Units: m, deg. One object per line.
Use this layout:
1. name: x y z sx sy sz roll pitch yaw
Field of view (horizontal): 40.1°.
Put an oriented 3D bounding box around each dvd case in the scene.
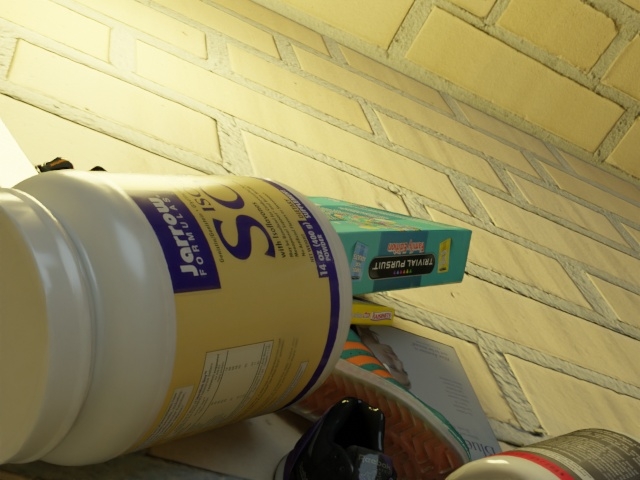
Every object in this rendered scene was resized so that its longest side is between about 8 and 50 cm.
1. dvd case: 0.129 0.196 1.105 0.180 0.022 0.253 21 26 -23

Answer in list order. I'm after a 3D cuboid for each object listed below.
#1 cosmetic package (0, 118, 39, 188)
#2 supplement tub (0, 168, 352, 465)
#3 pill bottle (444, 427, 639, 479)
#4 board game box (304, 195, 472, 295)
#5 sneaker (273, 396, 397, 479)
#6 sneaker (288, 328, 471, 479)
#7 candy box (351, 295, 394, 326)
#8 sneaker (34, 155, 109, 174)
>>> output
1. cosmetic package: -0.350 -0.048 0.873 0.231 0.117 0.085 48 13 34
2. supplement tub: -0.155 0.059 0.768 0.241 0.241 0.331 45 27 27
3. pill bottle: 0.266 0.288 0.899 0.319 0.176 0.176 2 37 -47
4. board game box: 0.000 0.000 1.132 0.254 0.079 0.336 15 10 37
5. sneaker: 0.011 0.242 0.754 0.107 0.124 0.283 25 25 -14
6. sneaker: 0.039 0.158 0.959 0.302 0.108 0.121 32 26 13
7. candy box: -0.021 0.066 1.057 0.206 0.027 0.105 14 6 42
8. sneaker: -0.319 -0.065 1.014 0.072 0.077 0.178 44 28 28
